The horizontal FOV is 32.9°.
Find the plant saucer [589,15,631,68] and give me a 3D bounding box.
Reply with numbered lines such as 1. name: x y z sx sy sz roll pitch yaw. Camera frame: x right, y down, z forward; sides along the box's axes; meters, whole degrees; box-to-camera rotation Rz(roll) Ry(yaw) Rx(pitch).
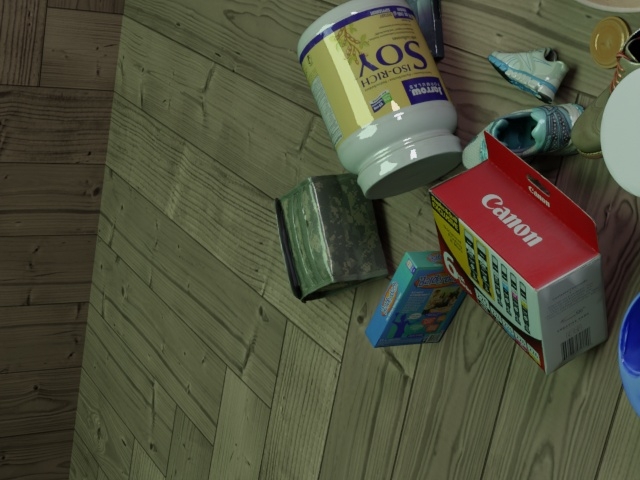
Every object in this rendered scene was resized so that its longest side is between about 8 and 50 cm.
1. plant saucer: 0.463 -0.318 1.739 0.083 0.013 0.083 2 93 58

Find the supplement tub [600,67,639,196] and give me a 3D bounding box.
1. supplement tub: 0.522 -0.138 1.413 0.191 0.272 0.191 5 96 57

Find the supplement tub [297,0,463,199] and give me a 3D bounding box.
1. supplement tub: 0.116 -0.269 2.055 0.241 0.241 0.331 -38 69 51

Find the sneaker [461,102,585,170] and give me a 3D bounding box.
1. sneaker: 0.323 -0.180 1.863 0.283 0.122 0.110 -20 74 56

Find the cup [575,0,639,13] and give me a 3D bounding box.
1. cup: 0.443 -0.525 1.531 0.237 0.331 0.331 -91 24 -46

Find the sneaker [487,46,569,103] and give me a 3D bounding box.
1. sneaker: 0.364 -0.300 1.865 0.083 0.071 0.191 -52 36 5

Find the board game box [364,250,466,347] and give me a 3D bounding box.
1. board game box: 0.194 0.110 2.044 0.047 0.160 0.210 59 136 39

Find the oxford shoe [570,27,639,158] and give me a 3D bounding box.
1. oxford shoe: 0.471 -0.249 1.601 0.348 0.130 0.123 -47 35 44

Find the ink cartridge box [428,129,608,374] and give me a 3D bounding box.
1. ink cartridge box: 0.316 0.013 1.767 0.309 0.130 0.272 49 162 46

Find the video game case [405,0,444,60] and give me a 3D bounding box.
1. video game case: 0.171 -0.482 2.182 0.196 0.026 0.274 -10 84 57

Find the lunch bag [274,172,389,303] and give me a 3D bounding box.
1. lunch bag: 0.000 0.000 2.344 0.287 0.169 0.235 -29 70 63

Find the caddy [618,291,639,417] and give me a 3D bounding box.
1. caddy: 0.553 0.140 1.464 0.341 0.179 0.241 -46 54 48
